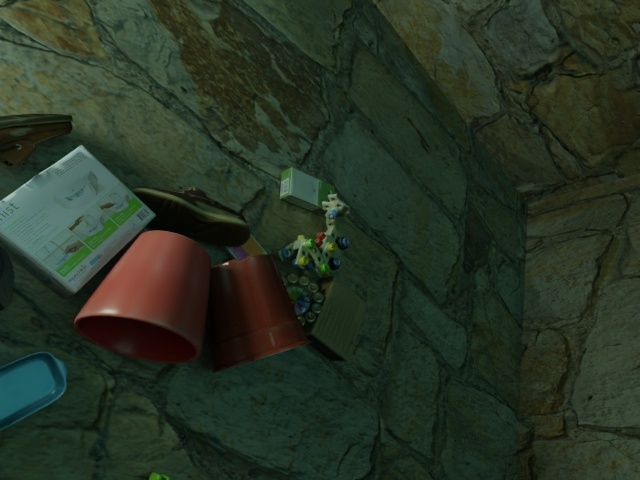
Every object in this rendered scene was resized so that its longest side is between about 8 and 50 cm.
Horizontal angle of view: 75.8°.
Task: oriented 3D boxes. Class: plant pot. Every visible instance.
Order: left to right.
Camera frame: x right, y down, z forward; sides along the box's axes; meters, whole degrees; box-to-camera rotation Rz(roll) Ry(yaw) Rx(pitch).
[{"bbox_3d":[-0.387,0.127,0.973,0.275,0.275,0.243,33,48,-31],"label":"plant pot"},{"bbox_3d":[-0.191,0.192,1.133,0.273,0.273,0.264,-6,73,-44],"label":"plant pot"}]

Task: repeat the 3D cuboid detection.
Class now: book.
[{"bbox_3d":[-0.241,0.025,1.281,0.144,0.035,0.096,53,50,-16],"label":"book"}]

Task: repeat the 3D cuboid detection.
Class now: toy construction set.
[{"bbox_3d":[0.000,0.000,1.441,0.215,0.151,0.327,47,61,-24],"label":"toy construction set"}]

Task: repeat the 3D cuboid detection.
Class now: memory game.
[{"bbox_3d":[-0.080,0.191,1.333,0.187,0.012,0.186,8,59,-14],"label":"memory game"}]

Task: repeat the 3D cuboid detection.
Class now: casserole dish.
[{"bbox_3d":[-0.623,0.307,0.838,0.189,0.037,0.114,-26,95,-45],"label":"casserole dish"}]

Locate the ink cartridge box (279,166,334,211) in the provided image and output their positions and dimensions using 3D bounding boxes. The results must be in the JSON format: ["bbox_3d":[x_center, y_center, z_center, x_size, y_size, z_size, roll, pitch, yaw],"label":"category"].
[{"bbox_3d":[-0.046,-0.174,1.501,0.210,0.062,0.108,18,66,-38],"label":"ink cartridge box"}]

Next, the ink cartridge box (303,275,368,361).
[{"bbox_3d":[0.046,0.272,1.430,0.193,0.088,0.234,44,51,-26],"label":"ink cartridge box"}]

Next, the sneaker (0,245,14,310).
[{"bbox_3d":[-0.724,0.025,0.788,0.111,0.130,0.296,-95,164,-59],"label":"sneaker"}]

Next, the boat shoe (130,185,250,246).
[{"bbox_3d":[-0.363,-0.084,1.164,0.342,0.123,0.123,16,36,-29],"label":"boat shoe"}]

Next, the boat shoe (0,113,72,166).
[{"bbox_3d":[-0.695,-0.214,0.900,0.307,0.111,0.104,-33,127,-49],"label":"boat shoe"}]

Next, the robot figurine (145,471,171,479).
[{"bbox_3d":[-0.389,0.599,0.941,0.101,0.067,0.115,41,53,-36],"label":"robot figurine"}]

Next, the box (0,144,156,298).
[{"bbox_3d":[-0.565,-0.043,0.937,0.231,0.127,0.261,47,51,-21],"label":"box"}]
